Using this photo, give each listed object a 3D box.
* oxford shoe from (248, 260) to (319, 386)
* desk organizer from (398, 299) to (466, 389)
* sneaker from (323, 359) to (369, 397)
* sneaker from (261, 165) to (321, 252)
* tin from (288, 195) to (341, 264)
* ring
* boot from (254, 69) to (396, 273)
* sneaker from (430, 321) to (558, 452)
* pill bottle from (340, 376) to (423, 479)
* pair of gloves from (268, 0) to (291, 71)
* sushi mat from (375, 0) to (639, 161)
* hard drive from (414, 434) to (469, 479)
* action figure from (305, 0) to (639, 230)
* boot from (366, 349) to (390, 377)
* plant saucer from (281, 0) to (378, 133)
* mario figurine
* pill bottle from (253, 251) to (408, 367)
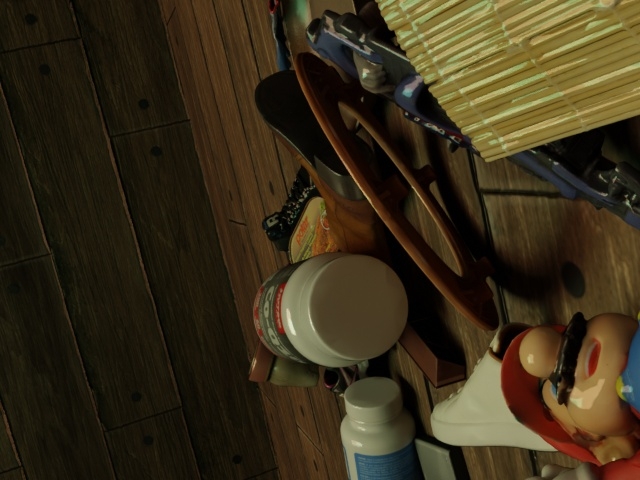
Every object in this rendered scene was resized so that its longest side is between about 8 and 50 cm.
[{"bbox_3d":[-0.034,0.146,1.409,0.348,0.130,0.123,-74,1,-53],"label":"oxford shoe"},{"bbox_3d":[0.146,0.138,1.048,0.130,0.047,0.050,-128,29,-54],"label":"desk organizer"},{"bbox_3d":[0.042,0.235,1.304,0.072,0.077,0.178,47,158,52],"label":"sneaker"},{"bbox_3d":[-0.048,-0.056,1.399,0.216,0.121,0.079,89,158,-44],"label":"sneaker"},{"bbox_3d":[0.000,0.000,1.349,0.106,0.040,0.189,53,140,23],"label":"tin"},{"bbox_3d":[0.089,-0.058,0.780,0.336,0.032,0.336,50,-165,-19],"label":"ring"},{"bbox_3d":[0.017,-0.088,1.125,0.264,0.096,0.280,42,164,32],"label":"boot"},{"bbox_3d":[0.199,0.150,0.802,0.290,0.106,0.123,145,119,-66],"label":"sneaker"},{"bbox_3d":[0.099,0.341,1.264,0.124,0.124,0.221,-137,35,-63],"label":"pill bottle"},{"bbox_3d":[-0.068,-0.375,1.268,0.159,0.023,0.198,82,-177,-58],"label":"pair of gloves"},{"bbox_3d":[0.169,-0.141,0.440,0.151,0.019,0.317,52,148,-16],"label":"sushi mat"},{"bbox_3d":[0.185,0.347,1.157,0.135,0.022,0.094,156,98,-75],"label":"hard drive"},{"bbox_3d":[0.161,-0.169,0.599,0.341,0.178,0.330,37,158,17],"label":"action figure"},{"bbox_3d":[0.090,0.194,1.305,0.121,0.045,0.099,-132,29,-62],"label":"boot"},{"bbox_3d":[0.016,-0.293,1.079,0.310,0.050,0.310,165,90,-75],"label":"plant saucer"},{"bbox_3d":[0.210,0.082,0.508,0.170,0.198,0.320,60,159,6],"label":"mario figurine"},{"bbox_3d":[0.008,0.100,1.111,0.283,0.161,0.161,156,98,-72],"label":"pill bottle"}]
